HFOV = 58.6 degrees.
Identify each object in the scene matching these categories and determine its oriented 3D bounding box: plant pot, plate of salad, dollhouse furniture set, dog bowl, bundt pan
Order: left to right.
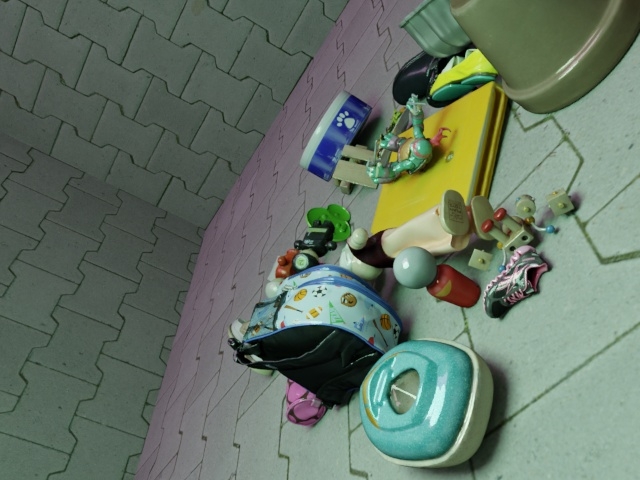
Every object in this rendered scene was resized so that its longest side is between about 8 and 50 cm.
[{"bbox_3d":[0.047,-0.313,1.728,0.265,0.104,0.265,-59,0,0],"label":"dog bowl"},{"bbox_3d":[0.123,-0.189,1.600,0.151,0.123,0.144,69,-141,-66],"label":"dollhouse furniture set"},{"bbox_3d":[0.169,-0.246,1.426,0.200,0.048,0.200,-61,-7,-13],"label":"plate of salad"},{"bbox_3d":[0.328,-0.491,1.169,0.330,0.124,0.331,-34,10,7],"label":"bundt pan"},{"bbox_3d":[0.348,-0.380,0.938,0.263,0.229,0.263,-51,21,29],"label":"plant pot"}]

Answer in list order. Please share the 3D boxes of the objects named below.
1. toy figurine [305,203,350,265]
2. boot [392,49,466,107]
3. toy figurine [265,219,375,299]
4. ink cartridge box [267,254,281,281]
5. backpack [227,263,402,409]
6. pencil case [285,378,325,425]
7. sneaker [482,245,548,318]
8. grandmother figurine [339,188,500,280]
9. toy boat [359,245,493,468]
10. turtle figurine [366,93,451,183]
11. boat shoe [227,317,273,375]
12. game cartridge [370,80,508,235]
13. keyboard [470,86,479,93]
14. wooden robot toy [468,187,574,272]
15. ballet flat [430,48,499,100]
[{"bbox_3d":[0.000,0.000,1.576,0.159,0.130,0.173,-61,-6,36],"label":"toy figurine"},{"bbox_3d":[0.261,-0.381,1.377,0.246,0.094,0.207,-41,24,36],"label":"boot"},{"bbox_3d":[0.006,0.087,1.250,0.213,0.209,0.148,-44,15,44],"label":"toy figurine"},{"bbox_3d":[-0.041,0.110,1.465,0.078,0.134,0.231,-64,19,-4],"label":"ink cartridge box"},{"bbox_3d":[0.020,0.174,1.066,0.263,0.276,0.213,-20,45,48],"label":"backpack"},{"bbox_3d":[-0.028,0.297,1.258,0.098,0.095,0.209,-36,31,24],"label":"pencil case"},{"bbox_3d":[0.280,0.067,0.815,0.119,0.047,0.057,-60,30,14],"label":"sneaker"},{"bbox_3d":[0.139,0.010,1.020,0.342,0.207,0.104,-31,48,55],"label":"grandmother figurine"},{"bbox_3d":[0.145,0.171,0.860,0.267,0.148,0.318,-29,39,60],"label":"toy boat"},{"bbox_3d":[0.165,-0.181,1.140,0.175,0.118,0.234,-53,5,-7],"label":"turtle figurine"},{"bbox_3d":[-0.185,0.286,1.674,0.103,0.113,0.302,-61,29,2],"label":"boat shoe"},{"bbox_3d":[0.231,-0.139,1.171,0.323,0.052,0.286,-21,48,62],"label":"game cartridge"},{"bbox_3d":[0.294,-0.241,1.220,0.180,0.023,0.108,-56,25,18],"label":"keyboard"},{"bbox_3d":[0.292,-0.026,0.860,0.173,0.076,0.079,-47,4,27],"label":"wooden robot toy"},{"bbox_3d":[0.294,-0.344,1.164,0.231,0.077,0.077,-170,80,-77],"label":"ballet flat"}]
